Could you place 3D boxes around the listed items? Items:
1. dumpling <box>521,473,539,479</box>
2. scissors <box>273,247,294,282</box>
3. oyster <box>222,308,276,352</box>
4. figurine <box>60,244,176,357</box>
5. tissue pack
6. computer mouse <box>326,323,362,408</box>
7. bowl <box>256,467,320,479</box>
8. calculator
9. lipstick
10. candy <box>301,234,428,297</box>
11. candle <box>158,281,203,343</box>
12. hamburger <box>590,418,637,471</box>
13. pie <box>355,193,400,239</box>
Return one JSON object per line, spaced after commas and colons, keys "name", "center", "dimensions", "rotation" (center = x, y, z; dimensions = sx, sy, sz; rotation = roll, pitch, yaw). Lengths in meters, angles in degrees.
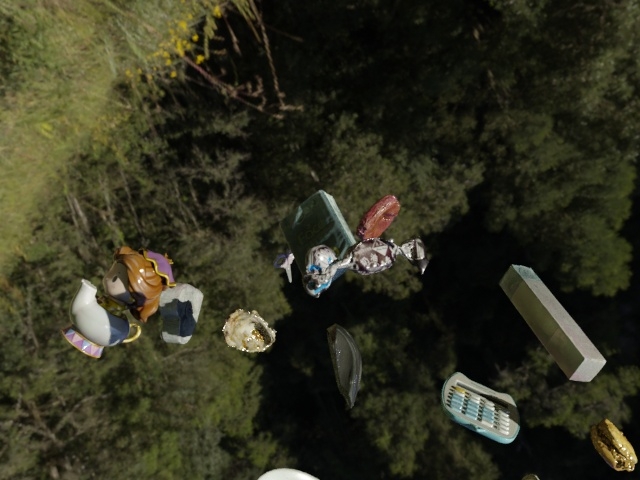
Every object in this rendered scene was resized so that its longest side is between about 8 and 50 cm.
{"name": "dumpling", "center": [0.641, 0.830, 1.919], "dimensions": [0.126, 0.215, 0.166], "rotation": [-19, 174, -11]}
{"name": "scissors", "center": [-0.107, 0.085, 2.048], "dimensions": [0.100, 0.015, 0.189], "rotation": [-36, 151, -20]}
{"name": "oyster", "center": [-0.182, 0.237, 1.632], "dimensions": [0.177, 0.105, 0.056], "rotation": [22, 178, -39]}
{"name": "figurine", "center": [-0.430, 0.121, 1.352], "dimensions": [0.263, 0.142, 0.189], "rotation": [-50, 134, -5]}
{"name": "tissue pack", "center": [0.000, 0.000, 1.889], "dimensions": [0.185, 0.257, 0.081], "rotation": [-38, 146, 17]}
{"name": "computer mouse", "center": [0.044, 0.196, 0.990], "dimensions": [0.047, 0.135, 0.079], "rotation": [-10, 162, -3]}
{"name": "bowl", "center": [-0.054, 0.640, 1.275], "dimensions": [0.146, 0.313, 0.313], "rotation": [-51, 161, 18]}
{"name": "calculator", "center": [0.503, 0.530, 1.982], "dimensions": [0.054, 0.256, 0.386], "rotation": [-69, 167, 9]}
{"name": "lipstick", "center": [0.516, 0.178, 1.420], "dimensions": [0.066, 0.317, 0.068], "rotation": [11, 121, -24]}
{"name": "candy", "center": [0.074, 0.036, 1.023], "dimensions": [0.226, 0.094, 0.051], "rotation": [-14, 162, -20]}
{"name": "candle", "center": [-0.402, 0.195, 1.810], "dimensions": [0.068, 0.192, 0.168], "rotation": [9, -152, 12]}
{"name": "hamburger", "center": [0.855, 0.600, 1.830], "dimensions": [0.083, 0.138, 0.147], "rotation": [-45, 172, 19]}
{"name": "pie", "center": [0.182, -0.071, 1.990], "dimensions": [0.182, 0.049, 0.182], "rotation": [-40, 158, -20]}
